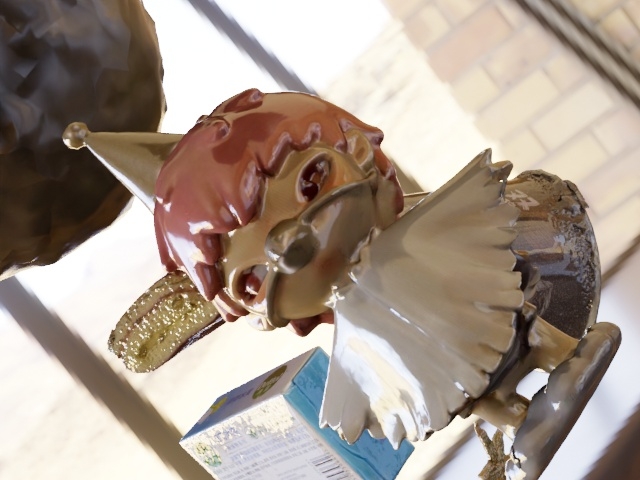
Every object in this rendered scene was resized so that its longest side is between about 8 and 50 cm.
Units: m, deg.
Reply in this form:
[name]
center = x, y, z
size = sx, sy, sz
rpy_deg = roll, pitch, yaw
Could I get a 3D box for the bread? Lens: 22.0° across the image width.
[bread]
center = -0.100, 0.042, 1.511
size = 0.192, 0.067, 0.119
rpy_deg = -34, -5, -31

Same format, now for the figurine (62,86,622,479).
[figurine]
center = 0.000, 0.000, 1.024
size = 0.207, 0.387, 0.166
rpy_deg = -60, -16, 15

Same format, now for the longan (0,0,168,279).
[longan]
center = -0.335, -0.138, 1.509
size = 0.391, 0.391, 0.391
rpy_deg = -37, 0, 0

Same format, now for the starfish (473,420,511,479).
[starfish]
center = 0.153, 0.193, 1.411
size = 0.016, 0.086, 0.092
rpy_deg = -10, -3, 24

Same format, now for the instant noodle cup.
[instant noodle cup]
center = 0.141, 0.036, 1.664
size = 0.207, 0.217, 0.217
rpy_deg = -4, -16, -25

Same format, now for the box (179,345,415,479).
[box]
center = -0.024, 0.194, 1.566
size = 0.194, 0.139, 0.073
rpy_deg = -30, 17, 51
